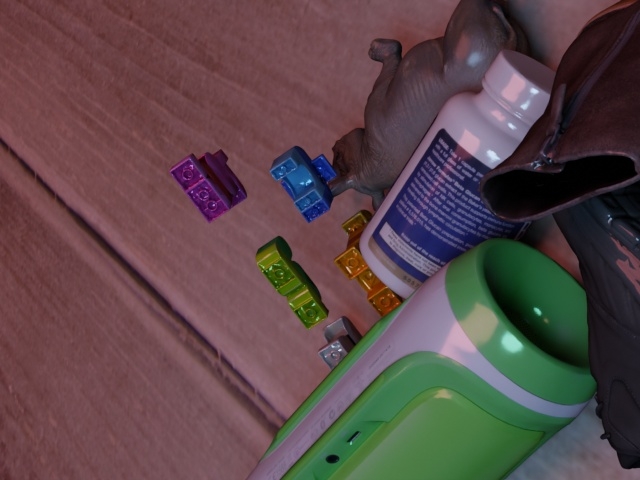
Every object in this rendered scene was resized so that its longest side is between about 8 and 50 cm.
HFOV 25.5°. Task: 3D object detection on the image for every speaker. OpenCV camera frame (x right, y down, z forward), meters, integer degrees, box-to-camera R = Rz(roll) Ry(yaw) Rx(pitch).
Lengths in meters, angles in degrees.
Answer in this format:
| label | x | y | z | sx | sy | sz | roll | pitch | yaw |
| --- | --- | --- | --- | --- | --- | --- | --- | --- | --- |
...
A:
| label | x | y | z | sx | sy | sz | roll | pitch | yaw |
| --- | --- | --- | --- | --- | --- | --- | --- | --- | --- |
| speaker | 0.056 | 0.133 | 0.934 | 0.296 | 0.131 | 0.131 | -50 | 41 | 32 |

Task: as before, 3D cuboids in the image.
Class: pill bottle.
| label | x | y | z | sx | sy | sz | roll | pitch | yaw |
| --- | --- | --- | --- | --- | --- | --- | --- | --- | --- |
| pill bottle | 0.106 | -0.040 | 0.959 | 0.169 | 0.094 | 0.094 | -58 | 37 | 23 |

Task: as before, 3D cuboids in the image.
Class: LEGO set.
| label | x | y | z | sx | sy | sz | roll | pitch | yaw |
| --- | --- | --- | --- | --- | --- | --- | --- | --- | --- |
| LEGO set | 0.000 | 0.000 | 1.045 | 0.087 | 0.227 | 0.093 | -33 | 15 | 17 |

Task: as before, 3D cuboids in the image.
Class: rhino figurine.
| label | x | y | z | sx | sy | sz | roll | pitch | yaw |
| --- | --- | --- | --- | --- | --- | --- | --- | --- | --- |
| rhino figurine | 0.068 | -0.099 | 1.058 | 0.243 | 0.073 | 0.106 | -45 | 41 | 39 |

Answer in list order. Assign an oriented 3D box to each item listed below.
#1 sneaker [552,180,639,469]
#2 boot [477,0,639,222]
| label | x | y | z | sx | sy | sz | roll | pitch | yaw |
| --- | --- | --- | --- | --- | --- | --- | --- | --- | --- |
| sneaker | 0.190 | 0.056 | 0.798 | 0.130 | 0.109 | 0.286 | -66 | 30 | 31 |
| boot | 0.215 | -0.095 | 0.737 | 0.248 | 0.090 | 0.207 | -17 | 26 | 52 |
